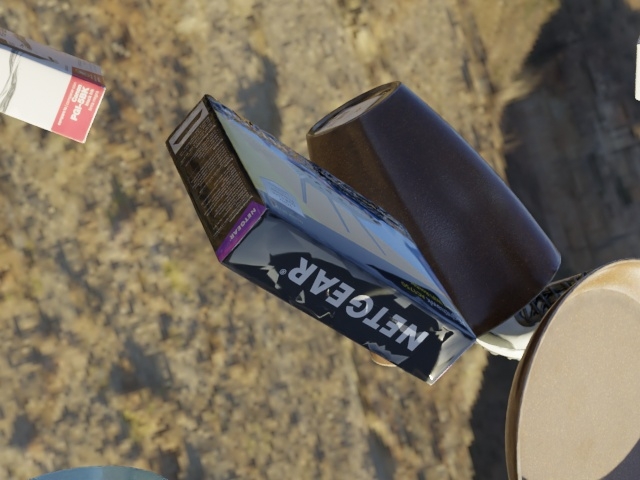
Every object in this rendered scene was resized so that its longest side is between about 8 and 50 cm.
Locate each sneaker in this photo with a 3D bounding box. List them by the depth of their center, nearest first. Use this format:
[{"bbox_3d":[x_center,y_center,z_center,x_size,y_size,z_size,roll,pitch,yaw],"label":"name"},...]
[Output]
[{"bbox_3d":[0.316,0.081,1.768,0.108,0.272,0.100,87,-3,-48],"label":"sneaker"}]

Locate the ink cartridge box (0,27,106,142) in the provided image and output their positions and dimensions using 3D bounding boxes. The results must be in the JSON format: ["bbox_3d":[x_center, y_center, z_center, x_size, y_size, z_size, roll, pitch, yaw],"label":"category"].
[{"bbox_3d":[-0.262,-0.143,1.207,0.135,0.056,0.099,20,12,-18],"label":"ink cartridge box"}]

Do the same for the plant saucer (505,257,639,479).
[{"bbox_3d":[0.269,0.170,1.290,0.311,0.050,0.310,-2,93,-42],"label":"plant saucer"}]

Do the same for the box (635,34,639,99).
[{"bbox_3d":[0.372,-0.191,1.364,0.087,0.102,0.101,75,36,-55],"label":"box"}]

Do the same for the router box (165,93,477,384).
[{"bbox_3d":[0.000,0.000,0.830,0.179,0.046,0.133,32,18,-36],"label":"router box"}]

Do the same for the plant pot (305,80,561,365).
[{"bbox_3d":[0.087,-0.031,1.363,0.230,0.215,0.215,59,18,-14],"label":"plant pot"}]

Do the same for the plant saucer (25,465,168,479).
[{"bbox_3d":[-0.237,0.279,1.370,0.195,0.195,0.037,-58,147,-71],"label":"plant saucer"}]
